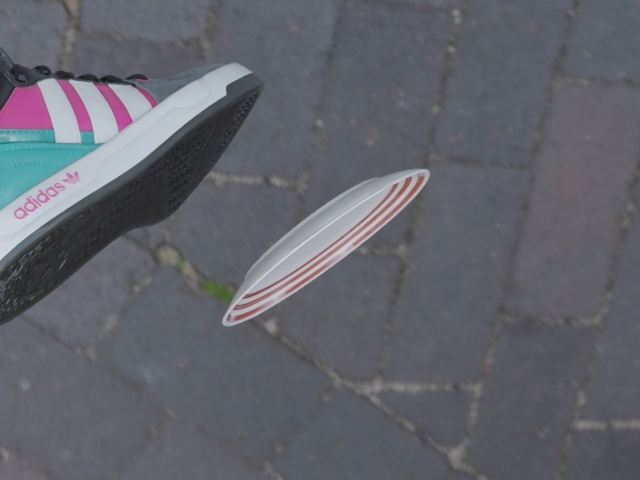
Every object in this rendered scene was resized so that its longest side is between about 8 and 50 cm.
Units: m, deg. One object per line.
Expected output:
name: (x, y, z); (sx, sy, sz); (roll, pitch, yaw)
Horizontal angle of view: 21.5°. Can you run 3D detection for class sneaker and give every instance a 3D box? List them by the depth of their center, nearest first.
sneaker: (-0.170, -0.075, 0.980); (0.124, 0.178, 0.295); (-56, 170, 34)

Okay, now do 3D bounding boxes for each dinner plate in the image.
dinner plate: (0.000, 0.000, 0.928); (0.141, 0.141, 0.017); (-37, 82, -5)
